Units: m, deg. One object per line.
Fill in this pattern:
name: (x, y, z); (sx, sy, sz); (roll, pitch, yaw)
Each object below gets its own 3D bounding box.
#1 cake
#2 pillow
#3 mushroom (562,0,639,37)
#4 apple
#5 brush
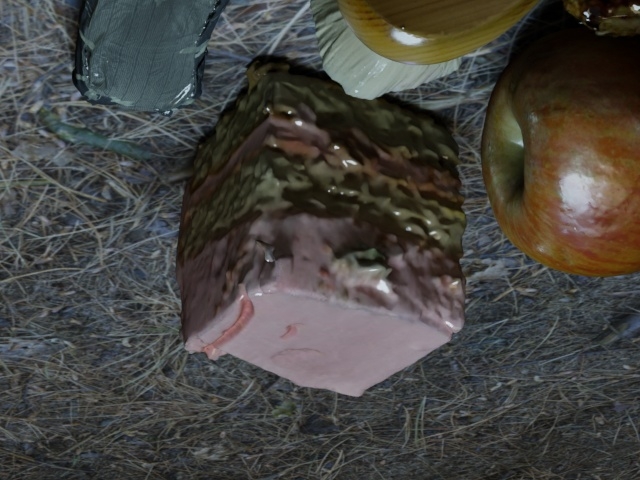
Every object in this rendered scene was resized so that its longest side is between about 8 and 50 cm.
cake: (0.000, 0.000, 1.799); (0.314, 0.307, 0.293); (13, 147, -24)
pillow: (-0.182, -0.239, 1.588); (0.161, 0.093, 0.335); (1, 149, -16)
mushroom: (0.476, -0.301, 1.457); (0.331, 0.356, 0.334); (15, 108, -23)
apple: (0.332, -0.103, 1.683); (0.301, 0.302, 0.301); (-2, 149, -1)
brush: (0.131, -0.260, 1.532); (0.266, 0.174, 0.166); (-15, 166, -14)
